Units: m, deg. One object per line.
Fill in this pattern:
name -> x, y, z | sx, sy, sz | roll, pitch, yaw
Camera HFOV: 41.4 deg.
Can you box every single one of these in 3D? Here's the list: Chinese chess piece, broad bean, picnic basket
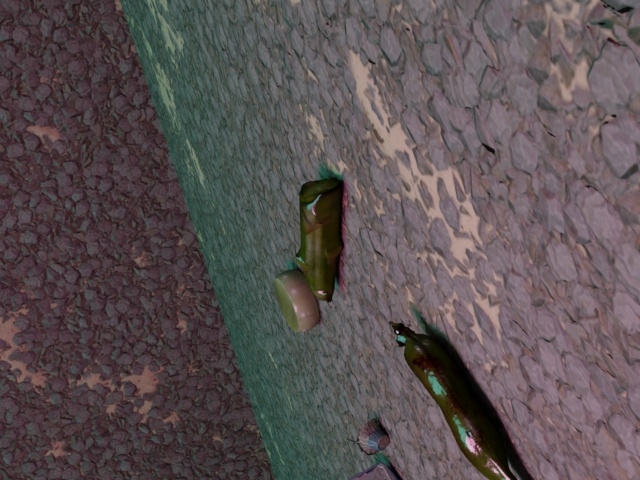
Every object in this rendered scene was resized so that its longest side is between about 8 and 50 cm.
Chinese chess piece -> -0.053, 0.135, 1.898 | 0.144, 0.058, 0.144 | 55, 158, 35
broad bean -> 0.195, 0.234, 1.210 | 0.339, 0.061, 0.077 | 59, 169, 32
picnic basket -> 0.100, 0.402, 1.739 | 0.083, 0.065, 0.083 | 21, 137, 47

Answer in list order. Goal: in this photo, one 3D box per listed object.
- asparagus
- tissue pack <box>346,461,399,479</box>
asparagus -> -0.001, 0.001, 1.527 | 0.085, 0.082, 0.343 | 23, 148, 15
tissue pack -> 0.135, 0.633, 1.772 | 0.198, 0.146, 0.263 | 50, 156, 46
